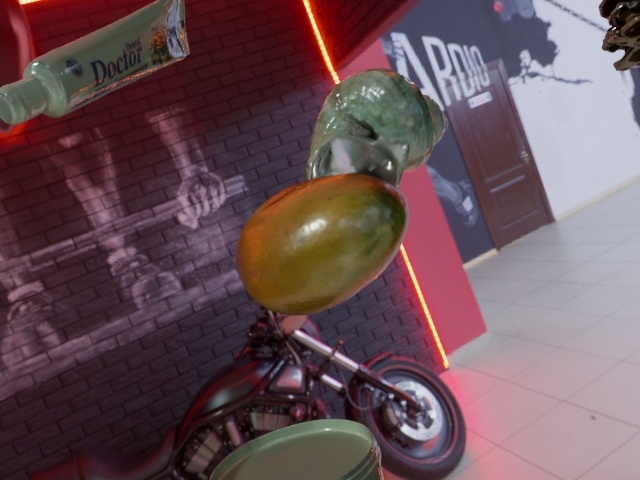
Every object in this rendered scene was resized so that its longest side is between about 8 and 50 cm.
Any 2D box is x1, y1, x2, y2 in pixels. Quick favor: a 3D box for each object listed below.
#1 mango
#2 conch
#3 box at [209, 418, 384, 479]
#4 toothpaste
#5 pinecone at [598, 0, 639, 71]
[{"bbox_3d":[-0.005,0.004,0.486,0.151,0.120,0.221,-39,9,-14],"label":"mango"},{"bbox_3d":[0.087,-0.159,0.809,0.277,0.220,0.195,-22,-18,-21],"label":"conch"},{"bbox_3d":[-0.019,0.349,0.659,0.226,0.150,0.226,-14,1,0],"label":"box"},{"bbox_3d":[-0.178,-0.160,0.441,0.037,0.067,0.255,10,37,13],"label":"toothpaste"},{"bbox_3d":[0.440,-0.312,0.632,0.205,0.184,0.179,-50,12,-13],"label":"pinecone"}]
